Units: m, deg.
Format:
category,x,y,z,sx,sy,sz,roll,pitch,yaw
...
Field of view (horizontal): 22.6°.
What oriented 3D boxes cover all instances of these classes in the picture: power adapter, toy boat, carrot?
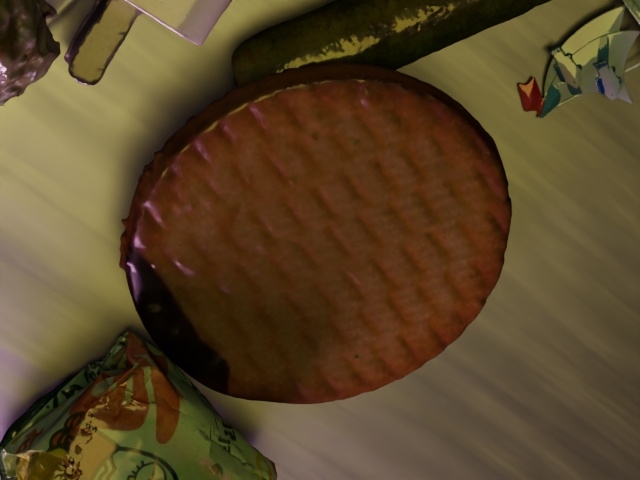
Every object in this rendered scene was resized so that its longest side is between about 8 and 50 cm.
category,x,y,z,sx,sy,sz,roll,pitch,yaw
power adapter,-0.126,-0.205,1.174,0.125,0.130,0.205,31,100,-19
toy boat,0.235,-0.160,1.319,0.149,0.034,0.105,-6,111,4
carrot,0.100,-0.184,1.258,0.359,0.074,0.074,-22,110,-5

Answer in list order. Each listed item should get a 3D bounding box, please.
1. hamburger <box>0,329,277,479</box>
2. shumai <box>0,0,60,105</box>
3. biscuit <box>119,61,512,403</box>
category,x,y,z,sx,sy,sz,roll,pitch,yaw
hamburger,-0.161,0.216,1.298,0.235,0.125,0.214,-42,101,-11
shumai,-0.330,-0.156,1.117,0.256,0.189,0.218,41,96,-8
biscuit,0.000,0.000,1.275,0.318,0.040,0.317,-7,125,-10
